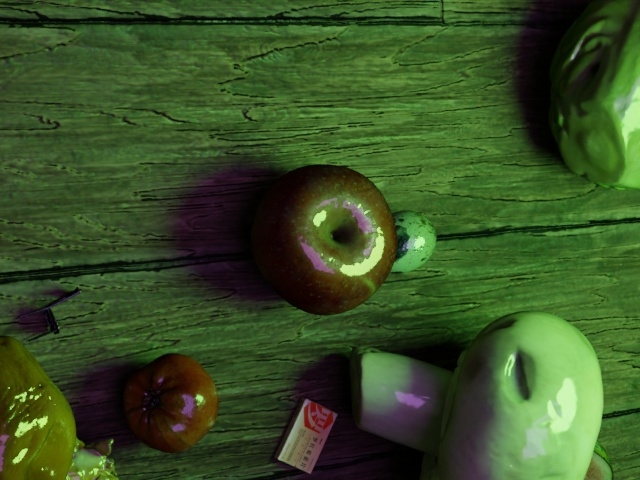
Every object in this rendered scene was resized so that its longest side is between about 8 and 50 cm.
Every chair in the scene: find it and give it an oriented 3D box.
[{"bbox_3d":[-0.328,0.094,1.703,0.086,0.037,0.042,-27,95,-21],"label":"chair"}]

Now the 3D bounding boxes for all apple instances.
[{"bbox_3d":[0.000,0.000,1.818,0.201,0.162,0.201,3,83,-24],"label":"apple"}]

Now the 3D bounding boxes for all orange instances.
[{"bbox_3d":[-0.394,0.227,1.583,0.183,0.249,0.249,21,83,-60],"label":"orange"}]

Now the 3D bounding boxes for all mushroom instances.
[{"bbox_3d":[0.229,0.272,1.885,0.353,0.353,0.325,-9,83,-29],"label":"mushroom"}]

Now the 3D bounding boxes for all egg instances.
[{"bbox_3d":[0.109,0.004,1.917,0.110,0.085,0.085,-19,103,-20],"label":"egg"}]

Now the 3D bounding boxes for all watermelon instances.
[{"bbox_3d":[0.402,0.325,2.139,0.163,0.087,0.069,46,35,-27],"label":"watermelon"}]

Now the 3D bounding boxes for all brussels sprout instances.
[{"bbox_3d":[0.484,-0.228,2.024,0.328,0.247,0.328,-1,91,-32],"label":"brussels sprout"}]

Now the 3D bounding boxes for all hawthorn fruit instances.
[{"bbox_3d":[-0.180,0.210,1.750,0.140,0.125,0.125,31,79,-26],"label":"hawthorn fruit"}]

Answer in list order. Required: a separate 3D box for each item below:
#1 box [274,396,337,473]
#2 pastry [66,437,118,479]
[{"bbox_3d":[-0.020,0.269,1.907,0.058,0.015,0.093,30,80,-27],"label":"box"},{"bbox_3d":[-0.314,0.355,1.696,0.154,0.102,0.250,27,81,-30],"label":"pastry"}]
